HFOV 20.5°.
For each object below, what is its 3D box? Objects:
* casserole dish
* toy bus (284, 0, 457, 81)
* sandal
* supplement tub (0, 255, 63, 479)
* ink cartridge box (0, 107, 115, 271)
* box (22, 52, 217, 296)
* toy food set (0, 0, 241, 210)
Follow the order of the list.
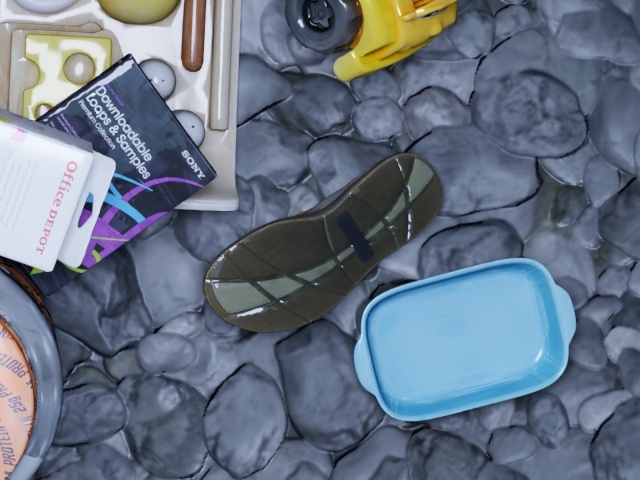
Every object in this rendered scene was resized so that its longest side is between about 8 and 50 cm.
[{"bbox_3d":[0.116,0.080,1.460,0.188,0.037,0.114,-14,96,-8],"label":"casserole dish"},{"bbox_3d":[0.067,-0.254,1.327,0.149,0.211,0.220,-33,103,-47],"label":"toy bus"},{"bbox_3d":[0.000,0.000,1.429,0.219,0.060,0.090,-37,105,-20],"label":"sandal"},{"bbox_3d":[-0.280,0.095,1.253,0.194,0.316,0.193,-1,94,-10],"label":"supplement tub"},{"bbox_3d":[-0.228,-0.043,1.275,0.143,0.090,0.092,21,96,-11],"label":"ink cartridge box"},{"bbox_3d":[-0.176,-0.049,1.343,0.162,0.029,0.116,-36,105,-1],"label":"box"},{"bbox_3d":[-0.165,-0.180,1.368,0.220,0.092,0.306,2,93,-10],"label":"toy food set"}]
